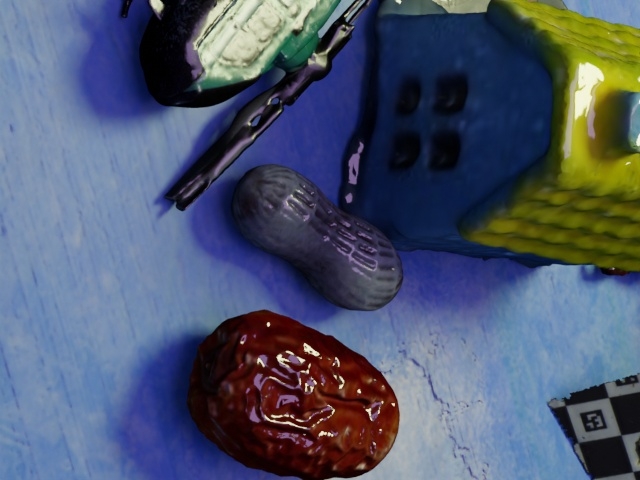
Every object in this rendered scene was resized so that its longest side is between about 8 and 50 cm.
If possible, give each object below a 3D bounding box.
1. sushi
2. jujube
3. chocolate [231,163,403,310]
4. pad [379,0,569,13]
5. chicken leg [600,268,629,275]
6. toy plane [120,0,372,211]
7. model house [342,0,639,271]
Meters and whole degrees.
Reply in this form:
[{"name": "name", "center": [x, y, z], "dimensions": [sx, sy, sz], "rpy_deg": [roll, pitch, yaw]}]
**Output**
[{"name": "sushi", "center": [0.340, 0.176, 1.413], "dimensions": [0.193, 0.210, 0.040], "rpy_deg": [60, 24, -17]}, {"name": "jujube", "center": [-0.017, 0.124, 1.207], "dimensions": [0.176, 0.109, 0.112], "rpy_deg": [26, 108, -32]}, {"name": "chocolate", "center": [0.000, 0.000, 1.244], "dimensions": [0.167, 0.072, 0.072], "rpy_deg": [37, 69, -27]}, {"name": "pad", "center": [0.132, -0.215, 1.379], "dimensions": [0.170, 0.006, 0.245], "rpy_deg": [-47, 111, -26]}, {"name": "chicken leg", "center": [0.353, 0.018, 1.450], "dimensions": [0.177, 0.083, 0.322], "rpy_deg": [-37, 94, -15]}, {"name": "toy plane", "center": [-0.021, -0.204, 1.224], "dimensions": [0.155, 0.106, 0.382], "rpy_deg": [50, 64, -27]}, {"name": "model house", "center": [0.193, -0.078, 1.244], "dimensions": [0.237, 0.303, 0.215], "rpy_deg": [8, 91, -32]}]
